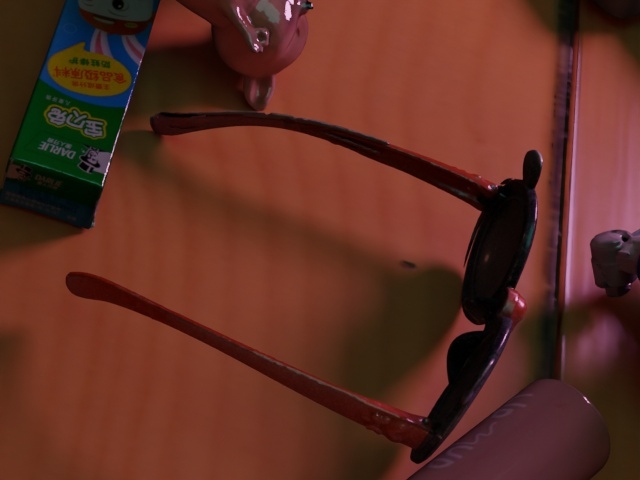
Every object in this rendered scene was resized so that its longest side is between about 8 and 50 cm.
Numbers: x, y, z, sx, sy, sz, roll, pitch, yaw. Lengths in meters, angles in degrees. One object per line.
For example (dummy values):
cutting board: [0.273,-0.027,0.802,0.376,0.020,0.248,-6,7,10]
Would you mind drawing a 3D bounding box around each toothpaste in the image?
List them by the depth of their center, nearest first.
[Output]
toothpaste: [-0.151,-0.129,1.087,0.065,0.050,0.267,19,50,-10]

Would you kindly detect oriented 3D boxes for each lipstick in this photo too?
lipstick: [0.066,0.170,0.925,0.254,0.070,0.070,-32,70,-36]

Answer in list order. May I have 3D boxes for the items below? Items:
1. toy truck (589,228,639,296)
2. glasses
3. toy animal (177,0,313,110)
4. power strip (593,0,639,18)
toy truck: [0.308,0.028,1.084,0.213,0.161,0.177,-19,26,-24]
glasses: [0.000,0.000,0.994,0.268,0.118,0.234,23,46,-3]
toy animal: [-0.061,-0.171,1.113,0.083,0.089,0.150,-54,125,-29]
power strip: [0.299,-0.250,1.323,0.193,0.059,0.265,-28,60,-23]
